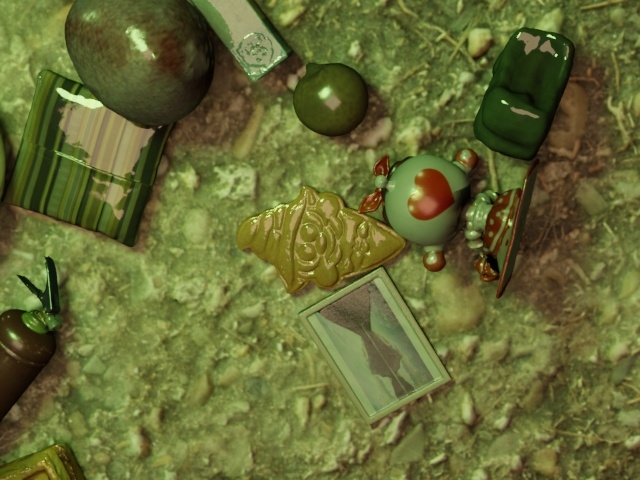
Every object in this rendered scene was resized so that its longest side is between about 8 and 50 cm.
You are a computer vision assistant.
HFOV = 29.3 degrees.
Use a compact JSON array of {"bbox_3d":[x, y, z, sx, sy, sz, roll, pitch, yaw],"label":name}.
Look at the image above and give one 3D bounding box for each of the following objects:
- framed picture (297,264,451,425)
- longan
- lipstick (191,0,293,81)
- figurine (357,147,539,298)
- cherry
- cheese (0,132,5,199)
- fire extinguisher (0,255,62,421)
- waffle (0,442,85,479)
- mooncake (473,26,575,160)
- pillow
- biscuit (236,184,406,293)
[{"bbox_3d":[0.080,0.157,1.811,0.150,0.015,0.203,-30,98,11],"label":"framed picture"},{"bbox_3d":[0.012,-0.199,1.700,0.113,0.092,0.113,6,103,27],"label":"longan"},{"bbox_3d":[-0.161,-0.366,1.689,0.066,0.068,0.317,-36,97,13],"label":"lipstick"},{"bbox_3d":[0.169,-0.045,1.701,0.226,0.160,0.183,14,103,12],"label":"figurine"},{"bbox_3d":[-0.240,-0.258,1.652,0.183,0.266,0.213,-47,115,0],"label":"cherry"},{"bbox_3d":[-0.578,-0.106,1.722,0.266,0.127,0.233,-16,101,-21],"label":"cheese"},{"bbox_3d":[-0.486,0.177,1.835,0.344,0.102,0.138,-51,59,13],"label":"fire extinguisher"},{"bbox_3d":[-0.500,0.462,1.898,0.328,0.098,0.224,-22,102,11],"label":"waffle"},{"bbox_3d":[0.273,-0.196,1.633,0.104,0.175,0.168,25,120,1],"label":"mooncake"},{"bbox_3d":[-0.336,-0.117,1.770,0.212,0.052,0.208,19,100,0],"label":"pillow"},{"bbox_3d":[0.000,0.000,1.779,0.250,0.035,0.162,1,107,4],"label":"biscuit"}]
